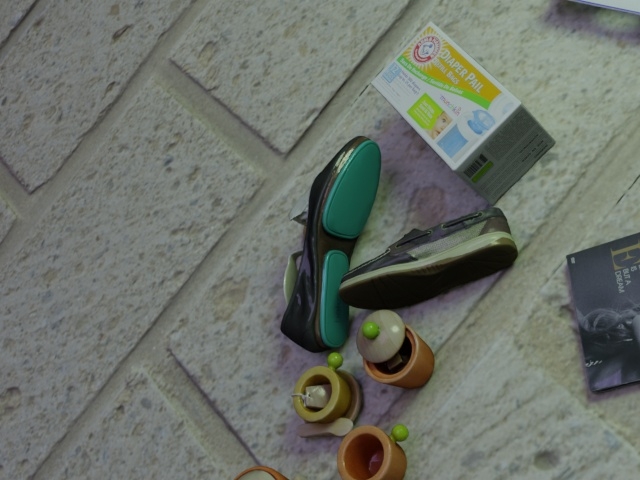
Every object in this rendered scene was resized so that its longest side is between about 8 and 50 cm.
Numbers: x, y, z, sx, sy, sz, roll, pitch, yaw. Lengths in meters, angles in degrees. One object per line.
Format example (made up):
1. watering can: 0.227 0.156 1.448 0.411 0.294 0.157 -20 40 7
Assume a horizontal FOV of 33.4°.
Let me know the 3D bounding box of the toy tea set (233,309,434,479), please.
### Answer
1. toy tea set: 0.005 0.233 1.226 0.200 0.124 0.336 7 72 39

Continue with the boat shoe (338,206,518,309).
1. boat shoe: 0.126 0.021 1.281 0.224 0.080 0.073 -19 52 22

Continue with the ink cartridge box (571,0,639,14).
1. ink cartridge box: 0.403 -0.355 1.280 0.206 0.045 0.208 26 84 42

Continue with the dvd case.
1. dvd case: 0.373 0.057 1.112 0.221 0.018 0.164 -20 57 28

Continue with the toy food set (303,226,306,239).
1. toy food set: 0.011 -0.020 1.421 0.083 0.020 0.082 30 87 42

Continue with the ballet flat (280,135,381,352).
1. ballet flat: 0.000 0.000 1.350 0.096 0.095 0.280 6 79 38

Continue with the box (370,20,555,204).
1. box: 0.172 -0.160 1.315 0.114 0.103 0.203 -46 49 9
